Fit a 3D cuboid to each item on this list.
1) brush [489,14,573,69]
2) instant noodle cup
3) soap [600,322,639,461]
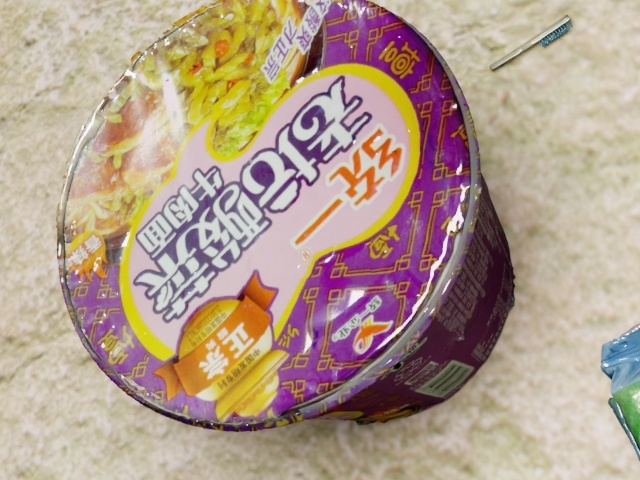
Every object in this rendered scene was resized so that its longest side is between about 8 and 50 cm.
[{"bbox_3d":[0.188,-0.174,1.073,0.084,0.016,0.013,-31,104,16],"label":"brush"},{"bbox_3d":[0.000,0.000,0.965,0.340,0.266,0.339,-7,73,22],"label":"instant noodle cup"},{"bbox_3d":[0.325,0.175,0.873,0.156,0.077,0.293,-29,65,14],"label":"soap"}]
